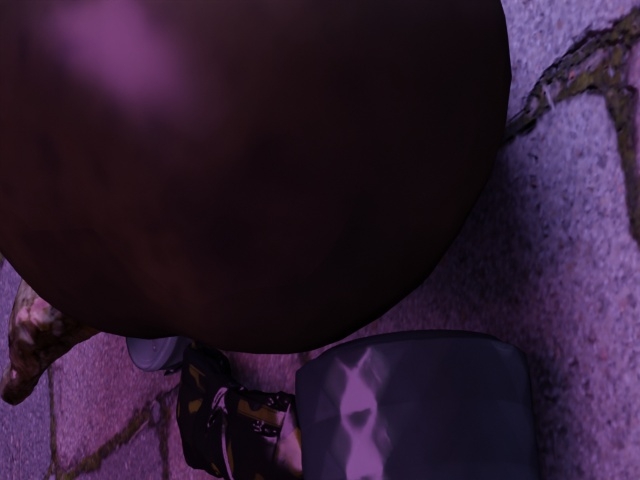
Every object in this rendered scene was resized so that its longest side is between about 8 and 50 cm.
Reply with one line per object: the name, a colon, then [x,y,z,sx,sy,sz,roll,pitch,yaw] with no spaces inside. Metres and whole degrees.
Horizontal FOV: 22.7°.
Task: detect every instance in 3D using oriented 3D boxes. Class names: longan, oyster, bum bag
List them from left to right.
oyster: [-0.198,-0.052,1.411,0.204,0.111,0.396,-10,70,51]
longan: [-0.062,-0.107,1.039,0.404,0.336,0.404,-15,68,41]
bum bag: [-0.061,0.151,1.264,0.232,0.060,0.106,22,112,62]

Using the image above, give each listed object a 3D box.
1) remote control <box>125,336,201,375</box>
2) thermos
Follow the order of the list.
remote control: [-0.150,0.005,1.460,0.104,0.052,0.247,-45,46,46]
thermos: [0.065,0.209,0.957,0.182,0.145,0.286,83,-178,-73]
